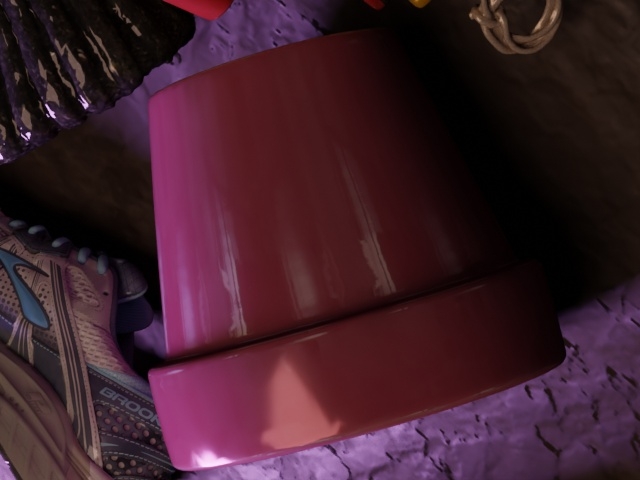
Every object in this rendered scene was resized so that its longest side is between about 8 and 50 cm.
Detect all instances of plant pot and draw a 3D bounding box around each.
[{"bbox_3d":[0.000,0.000,0.907,0.201,0.201,0.180,-18,89,39],"label":"plant pot"}]

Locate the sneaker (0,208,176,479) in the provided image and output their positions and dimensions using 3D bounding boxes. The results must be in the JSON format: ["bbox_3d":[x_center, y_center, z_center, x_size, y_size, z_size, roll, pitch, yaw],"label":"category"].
[{"bbox_3d":[-0.166,0.041,1.103,0.283,0.122,0.110,53,173,21],"label":"sneaker"}]

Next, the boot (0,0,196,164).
[{"bbox_3d":[-0.146,-0.191,0.898,0.260,0.131,0.348,60,146,-1],"label":"boot"}]

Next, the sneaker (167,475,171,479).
[{"bbox_3d":[-0.128,0.162,1.160,0.076,0.065,0.166,11,122,25],"label":"sneaker"}]

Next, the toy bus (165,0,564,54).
[{"bbox_3d":[0.011,-0.190,0.837,0.191,0.104,0.202,-6,121,-12],"label":"toy bus"}]
